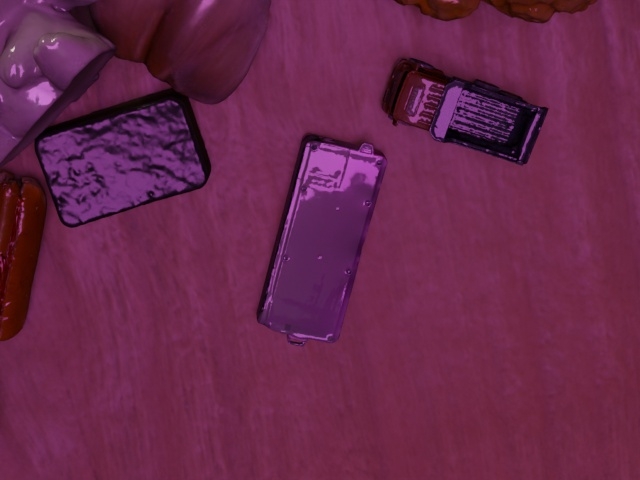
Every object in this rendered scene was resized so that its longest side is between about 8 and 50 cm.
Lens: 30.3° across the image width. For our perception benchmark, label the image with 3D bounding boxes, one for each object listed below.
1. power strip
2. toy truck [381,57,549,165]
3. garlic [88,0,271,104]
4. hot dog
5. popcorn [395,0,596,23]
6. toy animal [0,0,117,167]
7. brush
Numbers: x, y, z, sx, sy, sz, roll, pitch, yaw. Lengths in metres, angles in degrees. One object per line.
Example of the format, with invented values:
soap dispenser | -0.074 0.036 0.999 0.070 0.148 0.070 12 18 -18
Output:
power strip | 0.000 0.000 1.498 0.109 0.037 0.279 12 106 -9
toy truck | 0.176 -0.156 1.440 0.192 0.092 0.083 17 105 -11
garlic | -0.157 -0.289 1.358 0.217 0.110 0.228 26 103 -9
hot dog | -0.394 0.030 1.453 0.092 0.062 0.235 8 107 -12
popcorn | 0.205 -0.365 1.320 0.332 0.225 0.265 -18 114 12
toy animal | -0.377 -0.245 1.314 0.265 0.206 0.272 45 121 -5
brush | -0.239 -0.099 1.430 0.197 0.059 0.123 -18 107 0
